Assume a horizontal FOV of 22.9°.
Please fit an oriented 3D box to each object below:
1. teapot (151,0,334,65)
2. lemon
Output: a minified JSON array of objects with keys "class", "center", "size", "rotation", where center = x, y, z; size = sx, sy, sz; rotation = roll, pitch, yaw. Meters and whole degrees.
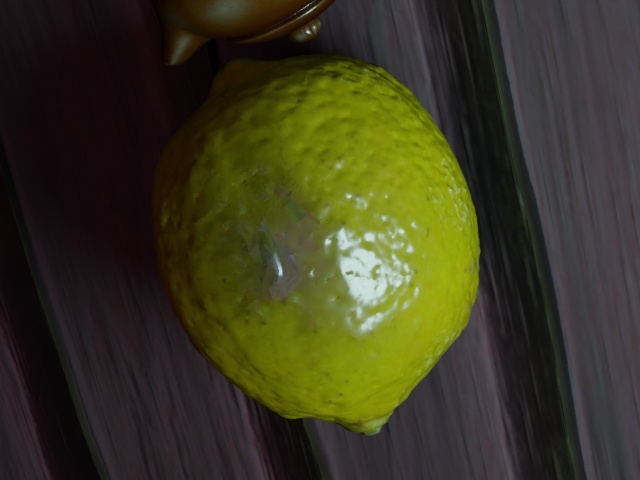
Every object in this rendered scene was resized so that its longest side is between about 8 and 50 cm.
[{"class":"teapot","center":[-0.022,-0.217,1.187],"size":[0.252,0.178,0.135],"rotation":[-30,118,0]},{"class":"lemon","center":[0.000,0.000,1.216],"size":[0.254,0.253,0.310],"rotation":[-21,89,31]}]
